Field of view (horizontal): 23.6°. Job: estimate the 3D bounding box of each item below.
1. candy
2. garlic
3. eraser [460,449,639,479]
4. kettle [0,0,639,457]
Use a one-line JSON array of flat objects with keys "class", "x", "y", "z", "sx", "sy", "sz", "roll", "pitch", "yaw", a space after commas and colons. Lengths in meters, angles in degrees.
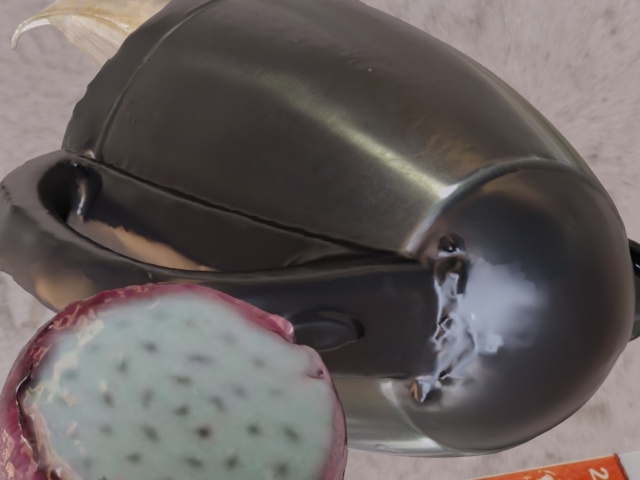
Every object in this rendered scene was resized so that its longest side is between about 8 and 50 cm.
[{"class": "candy", "x": -0.042, "y": 0.059, "z": 0.436, "sx": 0.103, "sy": 0.103, "sz": 0.043, "roll": 24, "pitch": 138, "yaw": 5}, {"class": "garlic", "x": -0.098, "y": -0.119, "z": 1.167, "sx": 0.164, "sy": 0.145, "sz": 0.245, "roll": -39, "pitch": 109, "yaw": 20}, {"class": "eraser", "x": 0.176, "y": 0.229, "z": 1.043, "sx": 0.230, "sy": 0.038, "sz": 0.157, "roll": -5, "pitch": 59, "yaw": -26}, {"class": "kettle", "x": 0.014, "y": -0.009, "z": 0.660, "sx": 0.251, "sy": 0.271, "sz": 0.207, "roll": 39, "pitch": 83, "yaw": -35}]
